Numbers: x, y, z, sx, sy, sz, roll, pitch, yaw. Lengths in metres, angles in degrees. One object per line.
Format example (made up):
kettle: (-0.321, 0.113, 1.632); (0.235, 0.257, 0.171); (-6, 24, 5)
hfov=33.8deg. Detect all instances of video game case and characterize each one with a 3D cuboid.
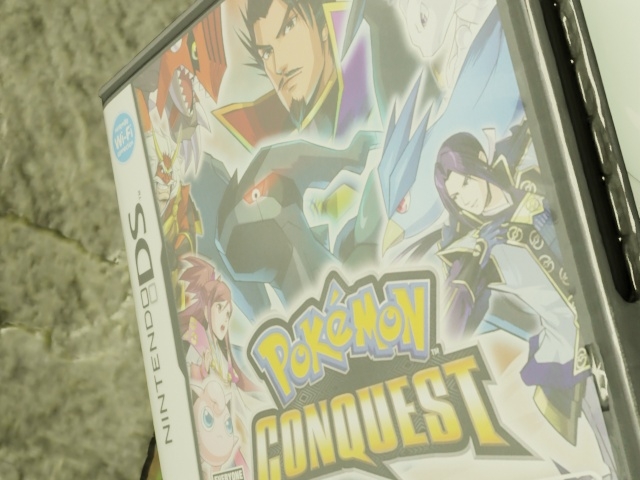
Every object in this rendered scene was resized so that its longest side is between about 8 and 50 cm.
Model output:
video game case: (0.000, 0.000, 0.424); (0.275, 0.035, 0.248); (-26, 70, 49)

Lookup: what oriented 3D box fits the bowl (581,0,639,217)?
bowl: (0.210, -0.110, 0.411); (0.298, 0.134, 0.298); (-3, 80, 17)
